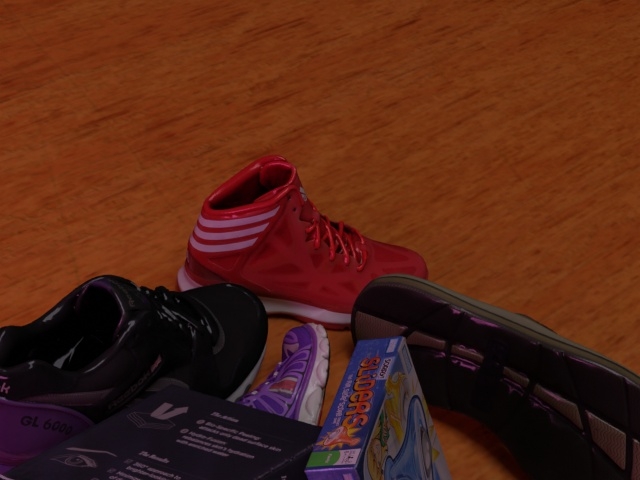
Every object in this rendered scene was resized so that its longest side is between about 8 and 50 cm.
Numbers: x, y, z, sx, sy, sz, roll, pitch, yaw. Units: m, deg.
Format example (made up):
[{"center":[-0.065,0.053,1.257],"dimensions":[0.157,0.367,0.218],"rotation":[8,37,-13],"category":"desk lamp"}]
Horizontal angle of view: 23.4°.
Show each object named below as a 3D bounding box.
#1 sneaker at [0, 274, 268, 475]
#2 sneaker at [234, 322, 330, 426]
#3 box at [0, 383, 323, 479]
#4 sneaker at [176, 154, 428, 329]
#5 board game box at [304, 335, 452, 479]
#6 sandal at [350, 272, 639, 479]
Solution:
[{"center":[-0.130,0.077,1.122],"dimensions":[0.107,0.124,0.283],"rotation":[37,40,24],"category":"sneaker"},{"center":[-0.032,0.120,1.160],"dimensions":[0.071,0.068,0.170],"rotation":[12,37,2],"category":"sneaker"},{"center":[-0.091,0.175,0.990],"dimensions":[0.156,0.093,0.158],"rotation":[10,26,41],"category":"box"},{"center":[0.000,0.000,1.274],"dimensions":[0.221,0.128,0.087],"rotation":[-2,42,-23],"category":"sneaker"},{"center":[0.052,0.183,1.009],"dimensions":[0.035,0.201,0.136],"rotation":[-8,30,22],"category":"board game box"},{"center":[0.166,0.109,1.221],"dimensions":[0.303,0.120,0.086],"rotation":[32,25,19],"category":"sandal"}]
